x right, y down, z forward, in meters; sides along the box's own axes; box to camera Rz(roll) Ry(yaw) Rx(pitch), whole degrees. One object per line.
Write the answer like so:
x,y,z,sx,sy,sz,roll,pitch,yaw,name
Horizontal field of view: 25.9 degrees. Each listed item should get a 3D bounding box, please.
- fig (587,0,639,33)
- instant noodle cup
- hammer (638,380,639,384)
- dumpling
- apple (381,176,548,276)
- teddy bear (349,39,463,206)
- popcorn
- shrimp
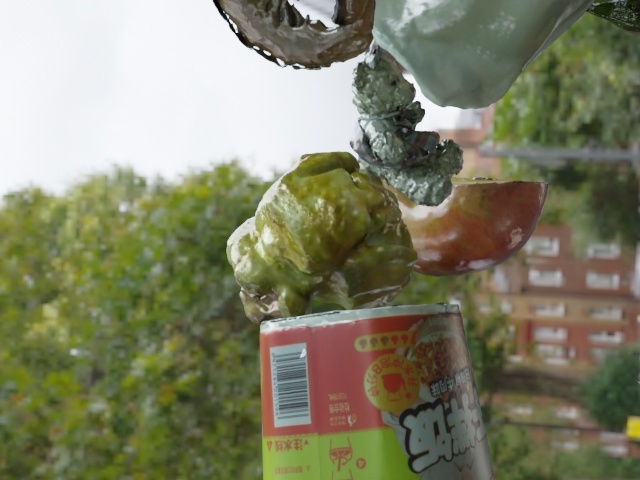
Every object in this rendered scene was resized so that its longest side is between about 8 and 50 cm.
0.517,-0.396,2.321,0.117,0.177,0.117,-3,-90,-85,fig
0.061,0.229,1.510,0.294,0.294,0.307,13,-110,-75,instant noodle cup
0.510,0.242,2.140,0.029,0.014,0.123,-49,-41,-5,hammer
0.182,-0.290,1.440,0.320,0.270,0.211,-59,-37,-48,dumpling
0.218,-0.023,2.262,0.251,0.293,0.163,-3,-83,-57,apple
0.083,-0.140,1.695,0.213,0.111,0.133,59,-152,-12,teddy bear
-0.004,0.004,1.949,0.225,0.276,0.276,-107,8,-55,popcorn
-0.020,-0.228,1.136,0.058,0.173,0.253,-48,-5,-32,shrimp
